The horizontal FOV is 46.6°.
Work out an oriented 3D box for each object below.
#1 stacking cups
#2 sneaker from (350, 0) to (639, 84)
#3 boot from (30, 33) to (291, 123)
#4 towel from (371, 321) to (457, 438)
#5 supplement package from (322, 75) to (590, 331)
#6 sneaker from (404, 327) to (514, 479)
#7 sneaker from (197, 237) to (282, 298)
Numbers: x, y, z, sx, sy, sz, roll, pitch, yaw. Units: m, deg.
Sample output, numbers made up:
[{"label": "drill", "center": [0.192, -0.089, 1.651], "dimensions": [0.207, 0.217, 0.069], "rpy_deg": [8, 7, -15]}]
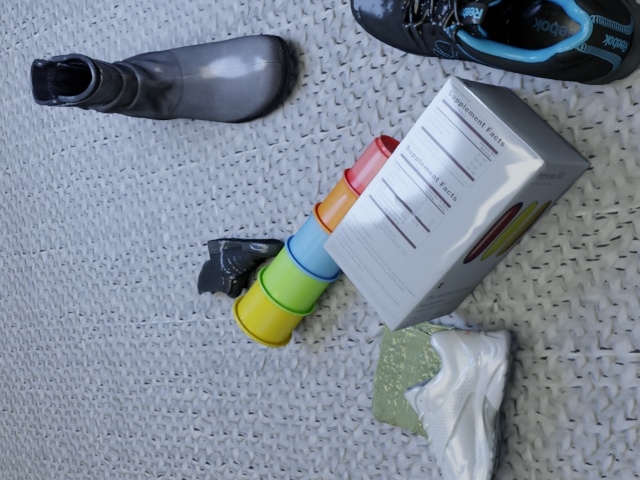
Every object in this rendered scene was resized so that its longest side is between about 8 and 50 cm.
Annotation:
[{"label": "stacking cups", "center": [0.000, 0.000, 0.949], "dimensions": [0.096, 0.096, 0.316], "rpy_deg": [48, 120, 22]}, {"label": "sneaker", "center": [0.158, -0.247, 0.775], "dimensions": [0.340, 0.139, 0.125], "rpy_deg": [20, 109, 35]}, {"label": "boot", "center": [-0.224, -0.214, 1.013], "dimensions": [0.338, 0.222, 0.118], "rpy_deg": [-6, 91, 37]}, {"label": "towel", "center": [0.118, 0.168, 0.923], "dimensions": [0.110, 0.027, 0.148], "rpy_deg": [13, 102, 34]}, {"label": "supplement package", "center": [0.143, -0.037, 0.810], "dimensions": [0.134, 0.139, 0.244], "rpy_deg": [50, 122, 23]}, {"label": "sneaker", "center": [0.151, 0.207, 0.853], "dimensions": [0.115, 0.090, 0.232], "rpy_deg": [8, 91, 19]}, {"label": "sneaker", "center": [-0.117, 0.042, 1.073], "dimensions": [0.170, 0.051, 0.089], "rpy_deg": [2, 97, 41]}]
